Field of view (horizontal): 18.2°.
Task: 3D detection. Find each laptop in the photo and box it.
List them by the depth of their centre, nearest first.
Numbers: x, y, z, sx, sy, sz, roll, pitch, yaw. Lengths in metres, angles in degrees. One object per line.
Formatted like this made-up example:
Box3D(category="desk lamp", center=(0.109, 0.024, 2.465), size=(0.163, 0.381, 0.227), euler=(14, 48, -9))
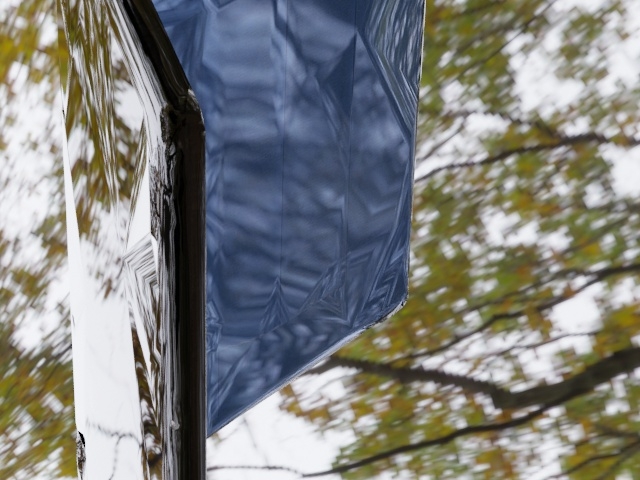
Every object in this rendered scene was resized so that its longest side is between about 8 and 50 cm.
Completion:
Box3D(category="laptop", center=(0.000, 0.000, 0.961), size=(0.236, 0.408, 0.382), euler=(-7, -56, -13))
